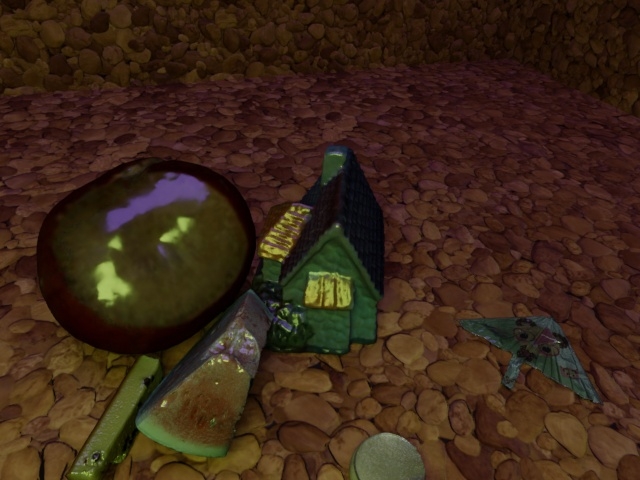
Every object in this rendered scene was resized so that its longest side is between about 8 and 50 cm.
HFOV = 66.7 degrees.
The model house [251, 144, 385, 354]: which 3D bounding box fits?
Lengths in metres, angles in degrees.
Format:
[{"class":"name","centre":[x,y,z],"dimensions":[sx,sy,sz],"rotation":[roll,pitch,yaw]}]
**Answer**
[{"class":"model house","centre":[0.000,0.000,1.025],"dimensions":[0.297,0.339,0.360],"rotation":[8,37,2]}]

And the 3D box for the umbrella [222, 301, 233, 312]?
[{"class":"umbrella","centre":[-0.234,0.095,1.117],"dimensions":[0.050,0.046,0.188],"rotation":[-5,33,-22]}]

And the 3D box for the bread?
[{"class":"bread","centre":[-0.326,0.300,0.799],"dimensions":[0.049,0.088,0.226],"rotation":[11,38,5]}]

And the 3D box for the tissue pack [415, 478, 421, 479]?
[{"class":"tissue pack","centre":[0.066,0.422,0.625],"dimensions":[0.246,0.092,0.148],"rotation":[-12,7,-20]}]

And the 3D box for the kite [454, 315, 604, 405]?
[{"class":"kite","centre":[0.447,0.228,1.031],"dimensions":[0.323,0.013,0.267],"rotation":[31,44,32]}]

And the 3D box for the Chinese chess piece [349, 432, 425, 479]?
[{"class":"Chinese chess piece","centre":[0.106,0.372,0.776],"dimensions":[0.122,0.051,0.122],"rotation":[4,35,-3]}]

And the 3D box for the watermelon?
[{"class":"watermelon","centre":[-0.153,0.220,0.833],"dimensions":[0.148,0.226,0.318],"rotation":[42,48,-6]}]

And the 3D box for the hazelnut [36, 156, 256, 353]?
[{"class":"hazelnut","centre":[-0.332,0.019,0.951],"dimensions":[0.359,0.359,0.409],"rotation":[29,51,29]}]
